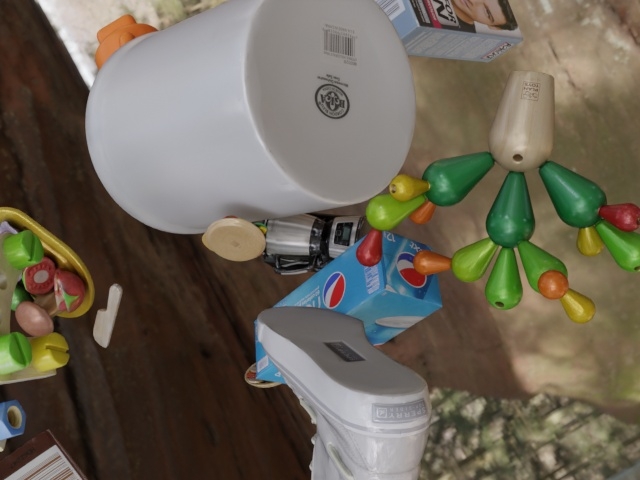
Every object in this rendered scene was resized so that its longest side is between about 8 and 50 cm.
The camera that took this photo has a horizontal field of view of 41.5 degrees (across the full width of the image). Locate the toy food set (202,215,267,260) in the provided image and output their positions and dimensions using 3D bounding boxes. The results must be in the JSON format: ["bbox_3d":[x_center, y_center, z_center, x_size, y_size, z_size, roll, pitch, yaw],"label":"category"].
[{"bbox_3d":[-0.111,-0.002,1.118,0.083,0.082,0.020,-54,20,43],"label":"toy food set"}]

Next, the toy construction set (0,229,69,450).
[{"bbox_3d":[-0.303,0.027,0.585,0.327,0.151,0.215,74,-176,-71],"label":"toy construction set"}]

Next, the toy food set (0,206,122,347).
[{"bbox_3d":[-0.344,0.052,1.001,0.218,0.071,0.128,36,132,1],"label":"toy food set"}]

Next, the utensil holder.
[{"bbox_3d":[-0.103,-0.180,1.219,0.385,0.327,0.327,-4,118,49],"label":"utensil holder"}]

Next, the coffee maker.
[{"bbox_3d":[0.000,0.000,1.481,0.171,0.178,0.120,-19,-63,-76],"label":"coffee maker"}]

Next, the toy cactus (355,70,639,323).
[{"bbox_3d":[0.140,-0.037,0.637,0.112,0.219,0.180,4,-86,-67],"label":"toy cactus"}]

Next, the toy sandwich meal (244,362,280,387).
[{"bbox_3d":[-0.066,0.170,1.159,0.085,0.085,0.029,-137,31,-66],"label":"toy sandwich meal"}]

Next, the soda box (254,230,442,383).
[{"bbox_3d":[0.020,0.072,0.821,0.210,0.071,0.067,-38,45,42],"label":"soda box"}]

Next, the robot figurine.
[{"bbox_3d":[-0.301,-0.278,1.437,0.219,0.128,0.158,59,142,17],"label":"robot figurine"}]

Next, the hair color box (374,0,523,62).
[{"bbox_3d":[0.265,-0.500,1.828,0.113,0.374,0.185,-29,75,44],"label":"hair color box"}]

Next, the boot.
[{"bbox_3d":[0.006,0.136,0.664,0.258,0.095,0.123,-144,57,-71],"label":"boot"}]

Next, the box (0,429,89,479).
[{"bbox_3d":[-0.345,0.385,1.055,0.168,0.167,0.203,38,149,31],"label":"box"}]
